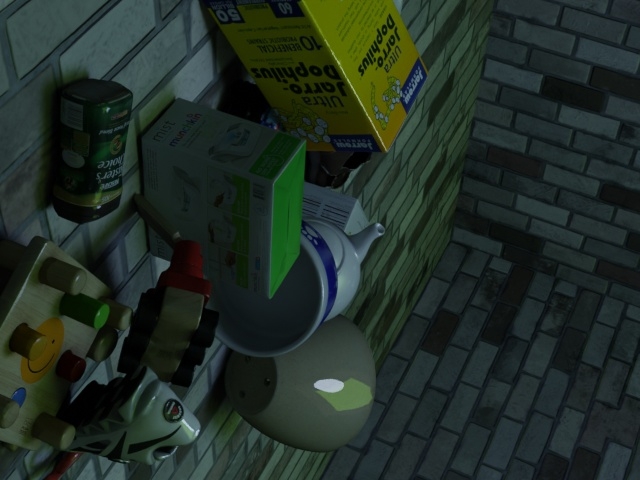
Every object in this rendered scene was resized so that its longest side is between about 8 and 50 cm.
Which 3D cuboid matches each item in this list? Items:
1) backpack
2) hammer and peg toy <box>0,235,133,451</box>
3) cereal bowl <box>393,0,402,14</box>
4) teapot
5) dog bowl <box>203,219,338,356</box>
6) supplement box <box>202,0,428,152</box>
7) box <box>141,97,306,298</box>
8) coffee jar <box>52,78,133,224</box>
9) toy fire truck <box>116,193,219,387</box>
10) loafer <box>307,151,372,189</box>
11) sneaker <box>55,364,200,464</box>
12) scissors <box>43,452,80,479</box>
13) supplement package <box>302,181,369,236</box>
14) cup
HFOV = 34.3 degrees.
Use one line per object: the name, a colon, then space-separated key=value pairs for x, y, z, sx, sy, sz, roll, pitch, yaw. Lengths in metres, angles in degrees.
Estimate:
backpack: x=-0.123 y=-0.177 z=1.854 sx=0.173 sy=0.117 sz=0.158 roll=-64 pitch=163 yaw=-9
hammer and peg toy: x=-0.371 y=0.169 z=1.426 sx=0.361 sy=0.127 sz=0.265 roll=66 pitch=46 yaw=-68
cereal bowl: x=0.070 y=-0.474 z=1.986 sx=0.339 sy=0.141 sz=0.338 roll=10 pitch=90 yaw=-71
teapot: x=-0.033 y=0.046 z=2.179 sx=0.187 sy=0.253 sz=0.256 roll=101 pitch=16 yaw=-64
dog bowl: x=-0.104 y=0.079 z=1.951 sx=0.104 sy=0.265 sz=0.264 roll=-35 pitch=142 yaw=-69
supplement box: x=0.000 y=-0.332 z=1.694 sx=0.356 sy=0.194 sz=0.195 roll=55 pitch=52 yaw=-41
box: x=-0.156 y=-0.063 z=1.665 sx=0.262 sy=0.231 sz=0.126 roll=93 pitch=22 yaw=-45
coffee jar: x=-0.305 y=-0.117 z=1.383 sx=0.096 sy=0.079 sz=0.184 roll=-43 pitch=150 yaw=-58
toy fire truck: x=-0.244 y=0.072 z=1.612 sx=0.217 sy=0.159 sz=0.246 roll=120 pitch=-20 yaw=-52
loafer: x=0.047 y=-0.187 z=2.334 sx=0.366 sy=0.130 sz=0.133 roll=69 pitch=43 yaw=-79
sneaker: x=-0.294 y=0.284 z=1.544 sx=0.331 sy=0.146 sz=0.122 roll=-20 pitch=-146 yaw=54
scissors: x=-0.399 y=0.344 z=1.743 sx=0.109 sy=0.021 sz=0.297 roll=-50 pitch=-179 yaw=13
supplement package: x=0.000 y=0.000 z=2.413 sx=0.194 sy=0.149 sz=0.203 roll=53 pitch=58 yaw=-72
cup: x=-0.075 y=0.313 z=2.341 sx=0.237 sy=0.331 sz=0.331 roll=12 pitch=99 yaw=-48
